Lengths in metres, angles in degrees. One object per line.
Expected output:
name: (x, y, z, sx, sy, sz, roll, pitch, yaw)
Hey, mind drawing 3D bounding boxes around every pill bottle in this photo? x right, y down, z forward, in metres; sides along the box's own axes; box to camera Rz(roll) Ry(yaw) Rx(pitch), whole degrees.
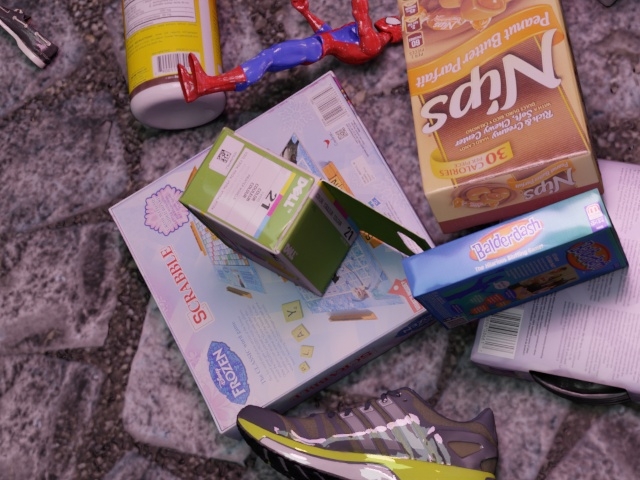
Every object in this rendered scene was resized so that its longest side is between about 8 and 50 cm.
pill bottle: (-0.182, -0.253, 1.881, 0.117, 0.117, 0.215, -11, 71, 13)

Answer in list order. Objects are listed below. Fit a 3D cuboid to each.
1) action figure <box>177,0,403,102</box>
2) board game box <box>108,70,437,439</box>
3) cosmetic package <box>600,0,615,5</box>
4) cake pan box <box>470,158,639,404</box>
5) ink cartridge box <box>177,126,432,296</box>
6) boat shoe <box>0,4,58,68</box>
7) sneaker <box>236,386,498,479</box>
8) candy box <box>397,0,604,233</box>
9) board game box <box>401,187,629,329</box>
action figure: (-0.032, -0.256, 1.803, 0.280, 0.091, 0.139, -12, 90, -19)
board game box: (-0.042, 0.016, 1.786, 0.318, 0.066, 0.318, -31, 68, 6)
cosmetic package: (0.316, -0.394, 1.738, 0.151, 0.183, 0.151, -45, 68, 0)
cake pan box: (0.309, 0.044, 1.674, 0.246, 0.070, 0.266, 8, 76, 21)
ink cartridge box: (0.000, 0.000, 1.639, 0.255, 0.189, 0.097, 29, 83, 21)
boat shoe: (-0.389, -0.277, 1.988, 0.038, 0.046, 0.125, -44, 70, 0)
sneaker: (0.056, 0.217, 1.680, 0.300, 0.111, 0.121, 12, 68, 7)
candy box: (0.196, -0.174, 1.715, 0.183, 0.087, 0.316, -15, 52, 13)
board game box: (0.205, 0.023, 1.590, 0.210, 0.160, 0.047, -20, 70, 11)
